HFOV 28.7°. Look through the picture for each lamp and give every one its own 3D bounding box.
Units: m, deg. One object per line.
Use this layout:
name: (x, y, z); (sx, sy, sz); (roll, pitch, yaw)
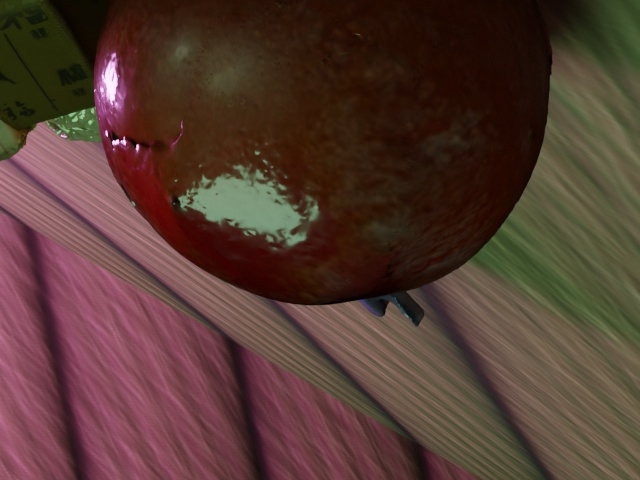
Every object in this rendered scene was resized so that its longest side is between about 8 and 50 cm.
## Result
lamp: (-0.170, -0.151, 0.665); (0.161, 0.161, 0.185); (25, 169, 14)

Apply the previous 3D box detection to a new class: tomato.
tomato: (-0.001, -0.062, 0.579); (0.208, 0.184, 0.208); (28, 168, 6)

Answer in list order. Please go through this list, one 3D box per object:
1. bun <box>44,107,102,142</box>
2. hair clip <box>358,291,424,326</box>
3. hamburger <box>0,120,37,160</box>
bun: (-0.211, -0.124, 1.076); (0.115, 0.069, 0.115); (25, 167, 6)
hair clip: (0.004, -0.014, 1.058); (0.278, 0.090, 0.137); (31, 170, -41)
hamburger: (-0.364, -0.147, 1.243); (0.173, 0.116, 0.210); (37, 171, -7)
